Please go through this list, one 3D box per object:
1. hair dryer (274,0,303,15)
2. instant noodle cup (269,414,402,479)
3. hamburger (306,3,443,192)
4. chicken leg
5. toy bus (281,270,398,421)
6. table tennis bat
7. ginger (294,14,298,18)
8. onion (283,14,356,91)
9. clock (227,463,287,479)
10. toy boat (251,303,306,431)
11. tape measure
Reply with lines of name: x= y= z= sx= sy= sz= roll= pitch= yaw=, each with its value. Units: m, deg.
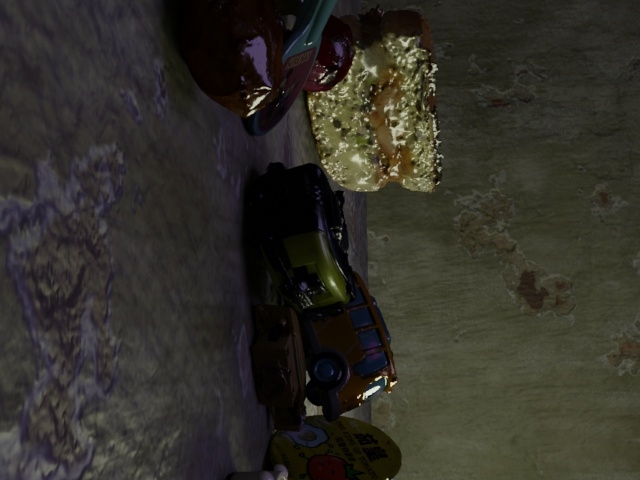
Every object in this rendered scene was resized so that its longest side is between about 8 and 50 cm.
hair dryer: x=-0.055 y=-0.384 z=0.969 sx=0.278 sy=0.090 sz=0.134 roll=-89 pitch=174 yaw=-68
instant noodle cup: x=0.013 y=0.351 z=0.992 sx=0.182 sy=0.182 sz=0.144 roll=-67 pitch=164 yaw=-72
hamburger: x=0.115 y=-0.310 z=1.469 sx=0.445 sy=0.268 sz=0.287 roll=71 pitch=20 yaw=-51
chicken leg: x=-0.093 y=-0.260 z=0.661 sx=0.113 sy=0.093 sz=0.304 roll=130 pitch=-47 yaw=-75
toy bus: x=0.028 y=0.145 z=1.036 sx=0.126 sy=0.136 sz=0.209 roll=98 pitch=-27 yaw=-63
table tennis bat: x=-0.029 y=-0.237 z=0.887 sx=0.244 sy=0.040 sz=0.153 roll=-61 pitch=173 yaw=29
ginger: x=-0.011 y=-0.459 z=1.208 sx=0.216 sy=0.102 sz=0.157 roll=-89 pitch=-160 yaw=-54
onion: x=-0.004 y=-0.311 z=1.171 sx=0.131 sy=0.131 sz=0.131 roll=-2 pitch=90 yaw=-82
clock: x=-0.069 y=0.322 z=0.758 sx=0.229 sy=0.063 sz=0.155 roll=66 pitch=21 yaw=-77
toy boat: x=-0.052 y=0.171 z=0.930 sx=0.077 sy=0.057 sz=0.200 roll=-70 pitch=158 yaw=-58
tape measure: x=-0.019 y=-0.006 z=0.930 sx=0.186 sy=0.112 sz=0.199 roll=53 pitch=24 yaw=-62
